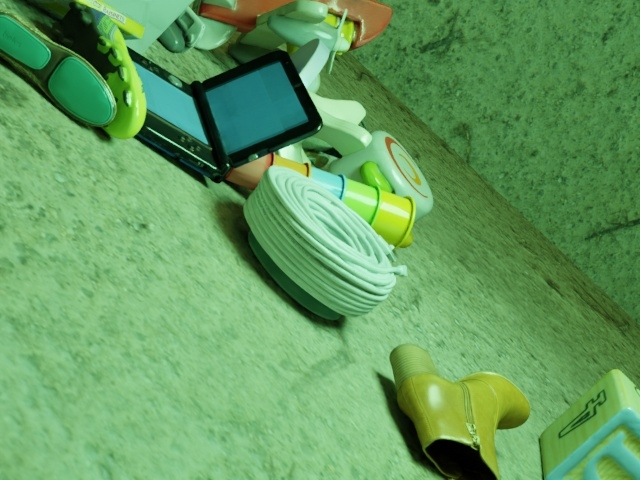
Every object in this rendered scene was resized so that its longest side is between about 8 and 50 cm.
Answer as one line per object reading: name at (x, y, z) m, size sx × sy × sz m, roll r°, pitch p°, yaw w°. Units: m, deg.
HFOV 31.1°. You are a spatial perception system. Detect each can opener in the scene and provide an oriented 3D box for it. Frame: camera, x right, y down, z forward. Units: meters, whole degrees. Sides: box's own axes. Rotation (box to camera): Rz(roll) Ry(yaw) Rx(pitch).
can opener at (-0.320, -0.469, 2.212) m, size 0.280 × 0.074 × 0.093 m, roll 52°, pitch 17°, yaw 25°

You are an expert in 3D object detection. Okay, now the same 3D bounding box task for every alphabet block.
alphabet block at (0.500, 0.365, 1.929) m, size 0.192 × 0.193 × 0.197 m, roll 46°, pitch 15°, yaw -2°

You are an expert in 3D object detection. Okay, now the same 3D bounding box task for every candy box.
candy box at (-0.376, -0.357, 1.753) m, size 0.105 × 0.027 × 0.206 m, roll 3°, pitch -15°, yaw 38°

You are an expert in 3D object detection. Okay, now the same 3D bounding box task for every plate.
plate at (-0.031, 0.043, 1.714) m, size 0.188 × 0.024 × 0.188 m, roll 41°, pitch 15°, yaw -13°

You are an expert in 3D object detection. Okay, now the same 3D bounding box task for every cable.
cable at (0.000, 0.000, 1.695) m, size 0.257 × 0.089 × 0.257 m, roll 45°, pitch 16°, yaw 6°

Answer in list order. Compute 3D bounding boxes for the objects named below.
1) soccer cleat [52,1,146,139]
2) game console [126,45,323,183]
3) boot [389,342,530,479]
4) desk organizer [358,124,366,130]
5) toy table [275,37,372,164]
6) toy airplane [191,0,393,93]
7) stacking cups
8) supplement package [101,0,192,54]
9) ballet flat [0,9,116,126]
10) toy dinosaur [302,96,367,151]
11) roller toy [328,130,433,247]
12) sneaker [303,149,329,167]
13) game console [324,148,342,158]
soccer cleat at (-0.291, -0.238, 1.641) m, size 0.121 × 0.093 × 0.289 m, roll 30°, pitch 20°, yaw -46°
game console at (-0.168, -0.238, 1.784) m, size 0.250 × 0.173 × 0.293 m, roll 30°, pitch 20°, yaw -31°
boot at (0.221, 0.276, 1.646) m, size 0.295 × 0.104 × 0.211 m, roll 28°, pitch 27°, yaw -33°
desk organizer at (0.047, -0.254, 2.649) m, size 0.130 × 0.050 × 0.047 m, roll 37°, pitch -26°, yaw 35°
toy table at (-0.036, -0.197, 1.959) m, size 0.161 × 0.274 × 0.252 m, roll 48°, pitch -20°, yaw -18°
toy airplane at (-0.079, -0.419, 2.360) m, size 0.386 × 0.384 × 0.273 m, roll -16°, pitch 99°, yaw -64°
stacking cups at (-0.001, -0.081, 1.847) m, size 0.316 × 0.096 × 0.096 m, roll 21°, pitch 23°, yaw -21°
supplement package at (-0.365, -0.493, 1.952) m, size 0.293 × 0.175 × 0.177 m, roll 53°, pitch 13°, yaw 28°
ballet flat at (-0.353, -0.230, 1.514) m, size 0.206 × 0.073 × 0.067 m, roll 43°, pitch 1°, yaw -20°
toy dinosaur at (-0.031, -0.228, 2.266) m, size 0.313 × 0.121 × 0.160 m, roll 22°, pitch 34°, yaw -43°
roller toy at (0.113, -0.100, 2.236) m, size 0.209 × 0.146 × 0.191 m, roll 41°, pitch 23°, yaw -36°
sneaker at (-0.014, -0.174, 2.314) m, size 0.083 × 0.032 × 0.037 m, roll 24°, pitch 26°, yaw -54°
game console at (-0.011, -0.233, 2.519) m, size 0.107 × 0.071 × 0.122 m, roll 18°, pitch 3°, yaw 25°
